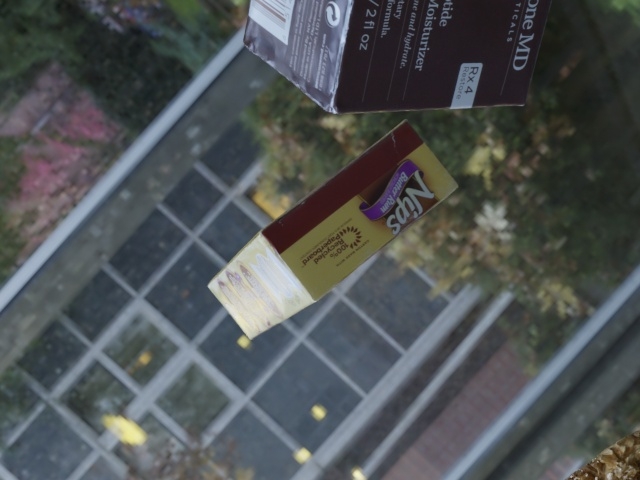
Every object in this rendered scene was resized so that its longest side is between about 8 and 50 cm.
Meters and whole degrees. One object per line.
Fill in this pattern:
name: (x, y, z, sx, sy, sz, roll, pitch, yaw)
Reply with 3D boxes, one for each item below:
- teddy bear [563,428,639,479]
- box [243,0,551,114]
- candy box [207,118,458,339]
teddy bear: (0.350, 0.207, 1.125, 0.338, 0.245, 0.113, 1, -130, -57)
box: (0.067, -0.216, 1.069, 0.203, 0.168, 0.167, -6, -150, -30)
candy box: (0.000, 0.000, 0.760, 0.053, 0.109, 0.187, 52, 162, 1)
